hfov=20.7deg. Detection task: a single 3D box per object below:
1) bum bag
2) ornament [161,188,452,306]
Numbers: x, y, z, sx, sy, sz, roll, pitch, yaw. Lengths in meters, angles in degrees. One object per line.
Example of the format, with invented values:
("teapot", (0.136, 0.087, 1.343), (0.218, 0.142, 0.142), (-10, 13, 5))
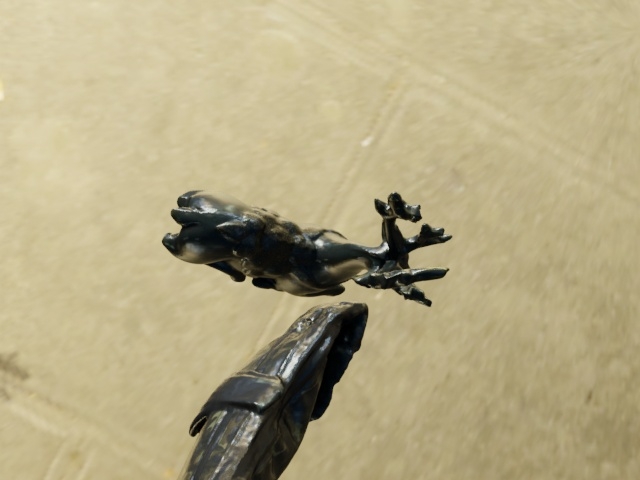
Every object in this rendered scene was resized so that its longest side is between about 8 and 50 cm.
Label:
("bum bag", (-0.046, 0.122, 1.126), (0.102, 0.248, 0.069), (-21, 110, 38))
("ornament", (0.000, 0.000, 1.471), (0.202, 0.236, 0.080), (20, 79, -31))
